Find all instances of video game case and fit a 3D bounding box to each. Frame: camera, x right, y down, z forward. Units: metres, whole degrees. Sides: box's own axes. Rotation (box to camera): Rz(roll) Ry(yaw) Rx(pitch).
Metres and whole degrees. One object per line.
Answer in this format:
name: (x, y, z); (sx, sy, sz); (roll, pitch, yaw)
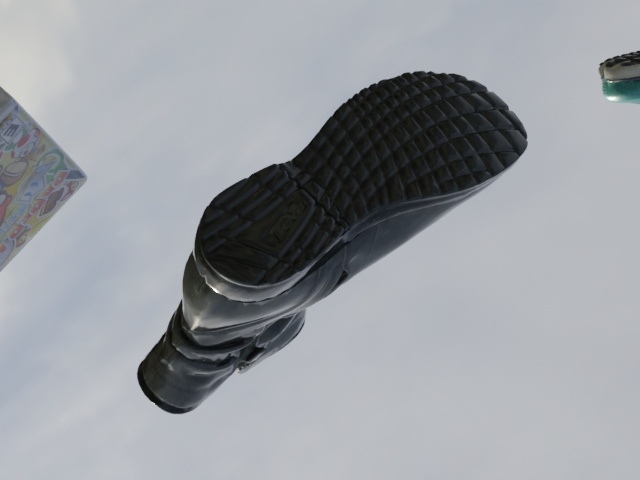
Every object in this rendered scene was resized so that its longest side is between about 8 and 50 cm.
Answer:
video game case: (-0.290, -0.001, 1.473); (0.227, 0.026, 0.206); (-47, 164, -5)

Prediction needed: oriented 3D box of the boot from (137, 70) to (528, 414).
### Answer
boot: (0.000, 0.000, 1.116); (0.246, 0.083, 0.161); (-29, 161, -33)

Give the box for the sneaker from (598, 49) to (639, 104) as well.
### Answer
sneaker: (0.350, -0.099, 1.528); (0.107, 0.275, 0.110); (-160, -100, -70)
